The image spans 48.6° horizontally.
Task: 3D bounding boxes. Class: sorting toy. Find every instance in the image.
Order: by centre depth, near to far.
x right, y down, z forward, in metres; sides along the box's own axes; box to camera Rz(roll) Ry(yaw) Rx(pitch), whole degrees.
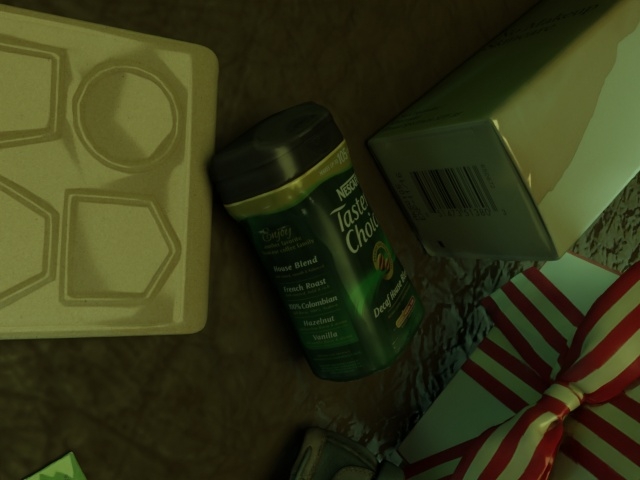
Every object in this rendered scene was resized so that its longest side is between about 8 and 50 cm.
[{"bbox_3d":[-0.159,-0.038,0.430,0.208,0.038,0.192,3,89,-37],"label":"sorting toy"}]

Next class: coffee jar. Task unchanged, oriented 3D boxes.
[{"bbox_3d":[0.000,0.000,0.497,0.096,0.079,0.184,-47,116,-48],"label":"coffee jar"}]

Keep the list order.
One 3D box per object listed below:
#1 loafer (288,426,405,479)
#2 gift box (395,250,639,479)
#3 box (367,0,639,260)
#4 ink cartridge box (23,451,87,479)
[{"bbox_3d":[-0.041,0.256,0.489,0.084,0.096,0.267,32,67,10],"label":"loafer"},{"bbox_3d":[0.220,0.173,0.553,0.258,0.276,0.255,40,83,-30],"label":"gift box"},{"bbox_3d":[0.206,-0.122,0.596,0.311,0.148,0.121,-41,111,-27],"label":"box"},{"bbox_3d":[-0.202,0.225,0.386,0.209,0.062,0.108,-30,105,-29],"label":"ink cartridge box"}]
